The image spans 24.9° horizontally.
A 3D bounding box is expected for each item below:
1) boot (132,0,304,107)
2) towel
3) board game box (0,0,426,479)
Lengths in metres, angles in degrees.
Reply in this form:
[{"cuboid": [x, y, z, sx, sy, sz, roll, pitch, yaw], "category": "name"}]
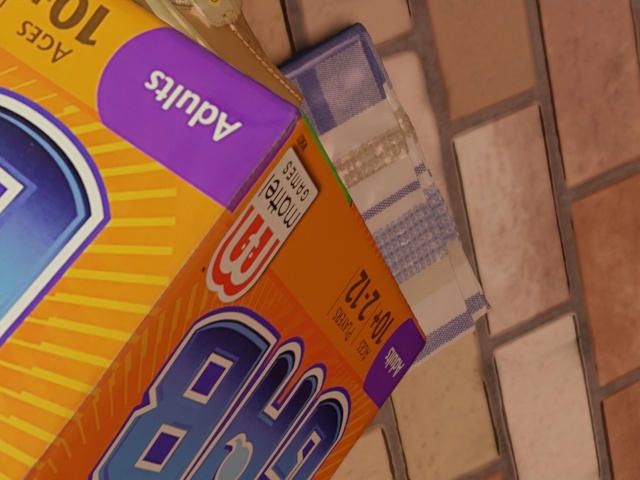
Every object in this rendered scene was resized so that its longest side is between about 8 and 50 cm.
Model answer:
[{"cuboid": [-0.055, -0.219, 0.953, 0.203, 0.095, 0.262, -47, 113, -7], "category": "boot"}, {"cuboid": [0.000, 0.000, 1.101, 0.209, 0.034, 0.285, -32, 118, -12], "category": "towel"}, {"cuboid": [-0.211, 0.053, 0.717, 0.356, 0.356, 0.356, -53, 160, -7], "category": "board game box"}]
